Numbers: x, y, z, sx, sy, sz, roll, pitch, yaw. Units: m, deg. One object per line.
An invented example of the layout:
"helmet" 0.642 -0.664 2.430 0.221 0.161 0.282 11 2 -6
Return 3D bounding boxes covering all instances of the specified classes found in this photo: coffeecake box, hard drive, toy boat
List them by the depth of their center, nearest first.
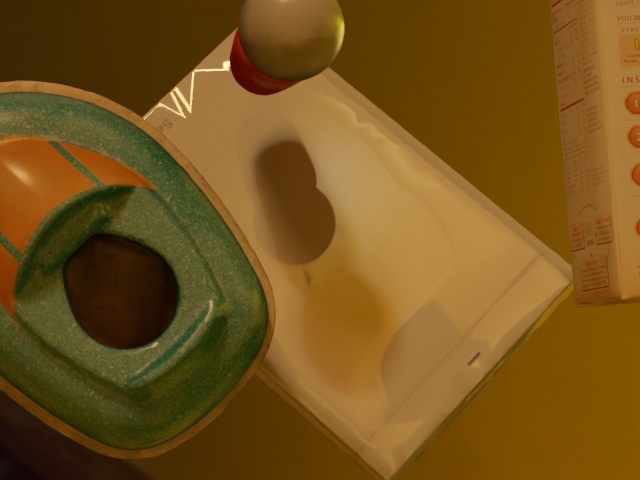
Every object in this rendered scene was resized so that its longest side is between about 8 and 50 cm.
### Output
"coffeecake box" 0.185 -0.067 0.811 0.142 0.068 0.186 -3 -94 -11
"toy boat" -0.109 -0.038 1.123 0.267 0.148 0.318 42 -102 -5
"hard drive" 0.000 0.000 1.249 0.307 0.040 0.203 41 -107 14
